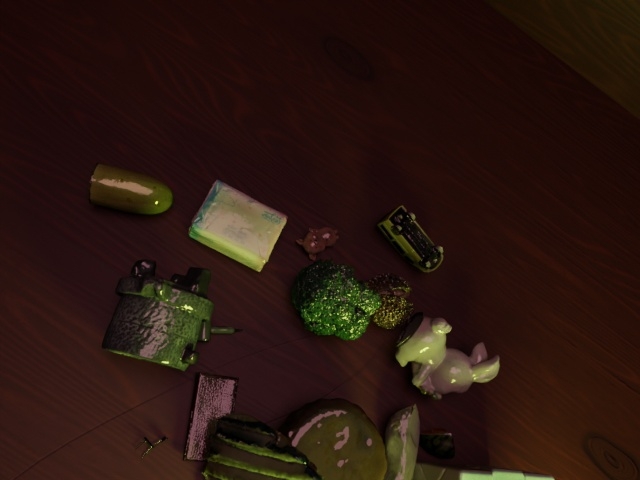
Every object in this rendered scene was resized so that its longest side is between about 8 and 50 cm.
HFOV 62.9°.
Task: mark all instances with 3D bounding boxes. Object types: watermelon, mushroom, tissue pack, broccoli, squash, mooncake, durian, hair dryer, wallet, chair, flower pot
[{"bbox_3d":[0.387,0.655,1.702,0.135,0.125,0.094,60,29,-21],"label":"watermelon"},{"bbox_3d":[0.239,0.679,1.616,0.109,0.097,0.352,10,69,14],"label":"mushroom"},{"bbox_3d":[-0.268,-0.048,1.706,0.271,0.124,0.202,27,69,-8],"label":"tissue pack"},{"bbox_3d":[0.043,0.180,1.679,0.294,0.265,0.245,29,24,34],"label":"broccoli"},{"bbox_3d":[-0.582,-0.153,1.636,0.246,0.132,0.133,11,68,-13],"label":"squash"},{"bbox_3d":[0.019,0.626,1.522,0.323,0.187,0.324,5,72,-16],"label":"mooncake"},{"bbox_3d":[0.217,0.207,1.759,0.195,0.167,0.196,-3,46,3],"label":"durian"},{"bbox_3d":[-0.313,0.279,1.625,0.150,0.047,0.071,6,71,-27],"label":"hair dryer"},{"bbox_3d":[-0.319,0.518,1.534,0.132,0.039,0.244,12,68,-20],"label":"wallet"},{"bbox_3d":[-0.476,0.567,1.466,0.086,0.037,0.042,-34,95,-21],"label":"chair"},{"bbox_3d":[-0.445,0.197,1.464,0.298,0.299,0.283,19,70,-10],"label":"flower pot"}]

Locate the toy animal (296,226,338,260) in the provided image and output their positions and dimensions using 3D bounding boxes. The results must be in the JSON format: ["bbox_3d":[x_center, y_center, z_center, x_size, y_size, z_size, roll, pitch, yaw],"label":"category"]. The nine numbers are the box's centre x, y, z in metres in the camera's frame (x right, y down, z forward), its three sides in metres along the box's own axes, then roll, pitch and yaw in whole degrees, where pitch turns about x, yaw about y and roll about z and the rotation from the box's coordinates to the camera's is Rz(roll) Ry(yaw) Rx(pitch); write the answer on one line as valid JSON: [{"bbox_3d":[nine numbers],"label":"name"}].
[{"bbox_3d":[-0.001,0.003,1.801,0.150,0.089,0.083,-23,57,-20],"label":"toy animal"}]

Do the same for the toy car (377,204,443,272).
[{"bbox_3d":[0.321,0.002,1.876,0.101,0.124,0.257,-42,97,-25],"label":"toy car"}]

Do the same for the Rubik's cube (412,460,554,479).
[{"bbox_3d":[0.459,0.824,1.516,0.315,0.319,0.322,9,70,-15],"label":"Rubik's cube"}]

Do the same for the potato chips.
[{"bbox_3d":[-0.141,0.647,1.379,0.070,0.428,0.359,-20,107,-60],"label":"potato chips"}]

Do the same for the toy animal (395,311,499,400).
[{"bbox_3d":[0.405,0.384,1.722,0.310,0.183,0.247,40,98,2],"label":"toy animal"}]
